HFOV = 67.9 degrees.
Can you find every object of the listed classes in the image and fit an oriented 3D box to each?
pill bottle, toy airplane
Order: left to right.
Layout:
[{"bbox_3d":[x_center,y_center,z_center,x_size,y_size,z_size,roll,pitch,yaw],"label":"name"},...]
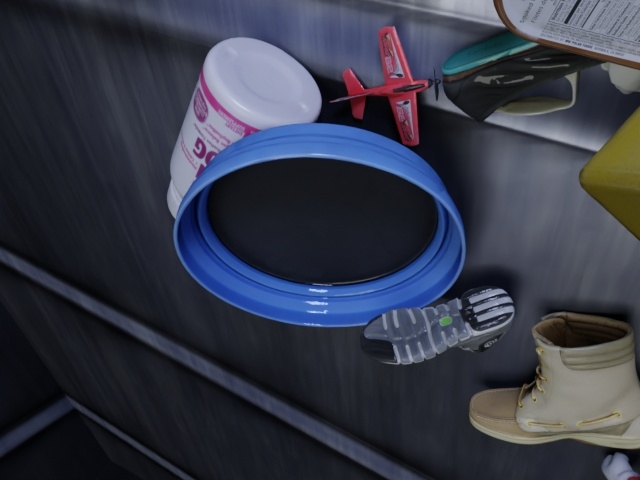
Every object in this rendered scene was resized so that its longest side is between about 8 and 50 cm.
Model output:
[{"bbox_3d":[-0.129,-0.133,0.703,0.160,0.160,0.283,41,137,0],"label":"pill bottle"},{"bbox_3d":[0.082,-0.190,0.608,0.151,0.028,0.151,19,131,23],"label":"toy airplane"}]

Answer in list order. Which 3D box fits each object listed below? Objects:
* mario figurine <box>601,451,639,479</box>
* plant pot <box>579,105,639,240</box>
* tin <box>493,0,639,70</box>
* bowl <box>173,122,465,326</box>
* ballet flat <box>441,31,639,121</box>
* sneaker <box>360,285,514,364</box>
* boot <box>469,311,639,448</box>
[{"bbox_3d":[0.549,0.353,0.680,0.198,0.170,0.320,-15,132,2],"label":"mario figurine"},{"bbox_3d":[0.369,-0.047,0.322,0.212,0.187,0.212,38,99,-10],"label":"plant pot"},{"bbox_3d":[0.220,-0.182,0.340,0.190,0.040,0.106,16,149,4],"label":"tin"},{"bbox_3d":[0.000,0.000,0.669,0.392,0.077,0.391,3,143,2],"label":"bowl"},{"bbox_3d":[0.254,-0.184,0.458,0.281,0.095,0.096,-7,129,50],"label":"ballet flat"},{"bbox_3d":[0.184,0.149,0.723,0.229,0.086,0.132,-18,146,19],"label":"sneaker"},{"bbox_3d":[0.328,0.205,0.702,0.262,0.095,0.203,-9,118,37],"label":"boot"}]
